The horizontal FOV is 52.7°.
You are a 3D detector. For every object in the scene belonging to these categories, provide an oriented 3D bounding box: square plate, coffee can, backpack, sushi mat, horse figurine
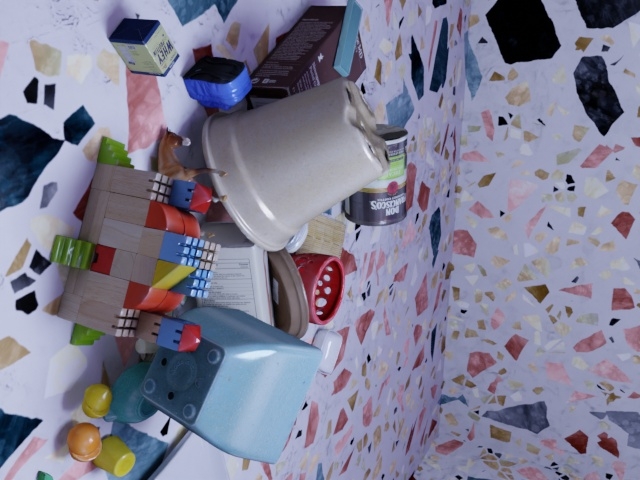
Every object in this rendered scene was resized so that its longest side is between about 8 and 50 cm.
[{"bbox_3d":[-0.343,0.638,1.536,0.347,0.049,0.344,-47,140,-46],"label":"square plate"},{"bbox_3d":[0.173,-0.208,2.040,0.201,0.202,0.275,-39,133,-52],"label":"coffee can"},{"bbox_3d":[-0.203,-0.326,1.346,0.098,0.120,0.101,-62,149,-31],"label":"backpack"},{"bbox_3d":[0.000,0.000,1.984,0.316,0.019,0.151,18,83,-64],"label":"sushi mat"},{"bbox_3d":[-0.280,-0.073,1.285,0.066,0.174,0.263,-23,134,-68],"label":"horse figurine"}]

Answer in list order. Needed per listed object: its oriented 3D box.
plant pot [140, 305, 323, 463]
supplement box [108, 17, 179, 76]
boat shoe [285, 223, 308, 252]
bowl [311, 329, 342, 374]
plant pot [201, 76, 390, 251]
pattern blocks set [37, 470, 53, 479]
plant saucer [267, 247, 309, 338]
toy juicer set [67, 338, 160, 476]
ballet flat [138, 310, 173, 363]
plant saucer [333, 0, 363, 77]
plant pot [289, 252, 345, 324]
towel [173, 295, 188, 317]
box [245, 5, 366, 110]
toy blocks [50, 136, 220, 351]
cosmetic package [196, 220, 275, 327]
[{"bbox_3d":[-0.193,0.263,1.246,0.252,0.247,0.247,32,81,-58],"label":"plant pot"},{"bbox_3d":[-0.315,-0.346,1.159,0.056,0.083,0.083,-64,151,-24],"label":"supplement box"},{"bbox_3d":[-0.075,-0.082,1.756,0.081,0.079,0.227,34,65,-52],"label":"boat shoe"},{"bbox_3d":[0.010,0.360,2.110,0.142,0.053,0.142,42,63,-61],"label":"bowl"},{"bbox_3d":[-0.031,-0.186,1.388,0.334,0.306,0.333,51,25,-36],"label":"plant pot"},{"bbox_3d":[-0.563,0.554,1.097,0.325,0.026,0.285,-52,143,-42],"label":"pattern blocks set"},{"bbox_3d":[-0.113,0.114,1.574,0.041,0.278,0.277,-19,121,-26],"label":"plant saucer"},{"bbox_3d":[-0.382,0.293,1.277,0.329,0.089,0.209,-59,147,-13],"label":"toy juicer set"},{"bbox_3d":[-0.342,0.191,1.332,0.052,0.057,0.168,-9,120,-48],"label":"ballet flat"},{"bbox_3d":[0.072,-0.512,1.628,0.067,0.018,0.192,22,77,-61],"label":"plant saucer"},{"bbox_3d":[-0.047,0.121,1.768,0.191,0.174,0.191,-35,131,-53],"label":"plant pot"},{"bbox_3d":[-0.319,0.113,1.402,0.152,0.023,0.113,-63,149,-27],"label":"towel"},{"bbox_3d":[-0.028,-0.416,1.637,0.381,0.143,0.191,-61,147,-35],"label":"box"},{"bbox_3d":[-0.301,0.027,1.138,0.191,0.261,0.381,20,82,-63],"label":"toy blocks"},{"bbox_3d":[-0.195,0.114,1.474,0.129,0.153,0.296,-78,167,-61],"label":"cosmetic package"}]
